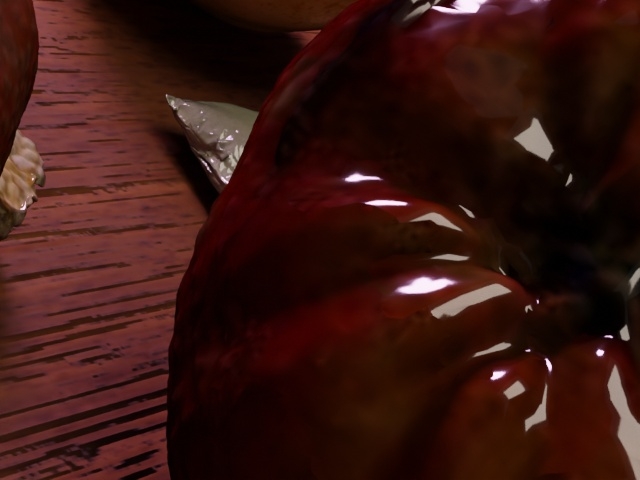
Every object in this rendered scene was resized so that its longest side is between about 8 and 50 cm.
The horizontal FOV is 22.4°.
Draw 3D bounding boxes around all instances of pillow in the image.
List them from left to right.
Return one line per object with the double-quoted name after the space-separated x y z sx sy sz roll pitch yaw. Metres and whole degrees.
0.000 0.000 0.991 0.148 0.050 0.229 20 33 -53 "pillow"

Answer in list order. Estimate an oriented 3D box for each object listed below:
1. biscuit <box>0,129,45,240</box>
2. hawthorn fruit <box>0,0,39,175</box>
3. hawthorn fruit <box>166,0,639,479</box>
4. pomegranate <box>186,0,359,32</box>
-0.205 -0.056 0.747 0.168 0.070 0.082 37 32 -17 "biscuit"
-0.214 -0.083 0.550 0.262 0.211 0.210 74 -8 -51 "hawthorn fruit"
0.132 0.070 0.728 0.403 0.403 0.403 34 26 -19 "hawthorn fruit"
-0.027 -0.275 1.135 0.307 0.307 0.307 34 26 -19 "pomegranate"
